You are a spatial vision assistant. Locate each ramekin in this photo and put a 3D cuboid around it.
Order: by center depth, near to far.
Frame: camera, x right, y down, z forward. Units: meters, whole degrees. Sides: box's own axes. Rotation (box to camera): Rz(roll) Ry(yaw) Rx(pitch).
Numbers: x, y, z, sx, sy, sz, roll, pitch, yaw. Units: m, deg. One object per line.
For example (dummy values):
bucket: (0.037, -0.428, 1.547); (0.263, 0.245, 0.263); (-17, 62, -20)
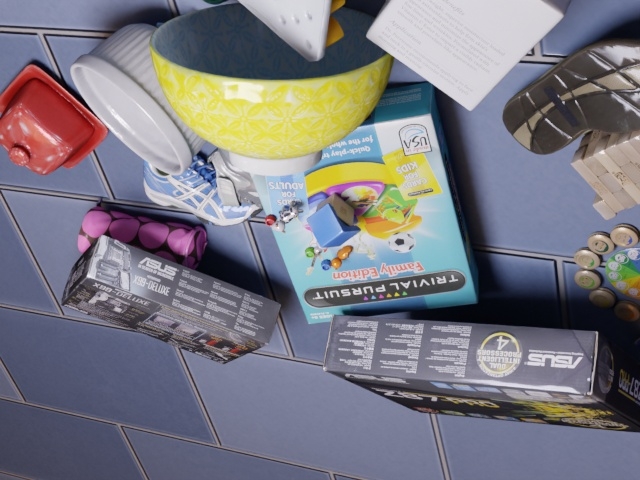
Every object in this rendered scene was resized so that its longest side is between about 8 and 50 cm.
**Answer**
ramekin: (-0.229, -0.199, 1.582); (0.207, 0.109, 0.207); (37, 163, 14)

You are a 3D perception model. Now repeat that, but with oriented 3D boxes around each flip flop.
flip flop: (0.318, -0.172, 1.353); (0.112, 0.080, 0.277); (54, 154, -6)

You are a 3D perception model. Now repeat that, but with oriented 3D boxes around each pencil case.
pencil case: (-0.286, -0.002, 1.892); (0.209, 0.098, 0.095); (13, 94, 19)

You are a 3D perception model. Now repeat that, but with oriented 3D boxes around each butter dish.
butter dish: (-0.436, -0.161, 1.787); (0.160, 0.118, 0.160); (42, 140, -15)

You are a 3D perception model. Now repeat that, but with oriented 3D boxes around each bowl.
bowl: (-0.055, -0.170, 1.385); (0.289, 0.289, 0.156); (12, 120, 20)

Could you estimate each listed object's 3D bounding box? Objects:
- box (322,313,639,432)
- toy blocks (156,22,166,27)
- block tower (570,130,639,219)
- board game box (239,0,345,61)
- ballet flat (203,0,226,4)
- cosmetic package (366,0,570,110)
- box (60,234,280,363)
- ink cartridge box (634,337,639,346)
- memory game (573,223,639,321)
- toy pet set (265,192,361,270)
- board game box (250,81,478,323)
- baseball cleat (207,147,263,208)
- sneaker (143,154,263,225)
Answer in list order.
box: (0.250, 0.192, 1.665); (0.394, 0.097, 0.318); (1, 162, 30)
toy blocks: (-0.146, -0.245, 1.571); (0.148, 0.054, 0.123); (14, 140, 20)
block tower: (0.436, -0.135, 1.306); (0.097, 0.091, 0.335); (44, 138, -16)
board game box: (-0.101, -0.430, 1.179); (0.390, 0.050, 0.390); (44, 153, 20)
ballet flat: (-0.198, -0.378, 1.433); (0.247, 0.087, 0.083); (35, 141, -6)
cosmetic package: (0.174, -0.276, 1.265); (0.151, 0.151, 0.184); (35, 141, -7)
box: (-0.249, 0.103, 1.879); (0.307, 0.077, 0.242); (22, 160, -15)
ink cartridge box: (0.642, 0.199, 1.549); (0.330, 0.071, 0.324); (36, 141, -14)
memory game: (0.432, 0.050, 1.568); (0.186, 0.012, 0.186); (16, 139, 15)
toy pet set: (0.000, 0.000, 1.534); (0.122, 0.065, 0.114); (38, 127, -24)
board game box: (0.063, -0.040, 1.589); (0.253, 0.079, 0.336); (-8, 130, 14)
baseball cleat: (-0.077, -0.067, 1.685); (0.109, 0.072, 0.206); (-39, 107, 17)
sneaker: (-0.180, -0.082, 1.746); (0.211, 0.080, 0.081); (12, 141, 19)
